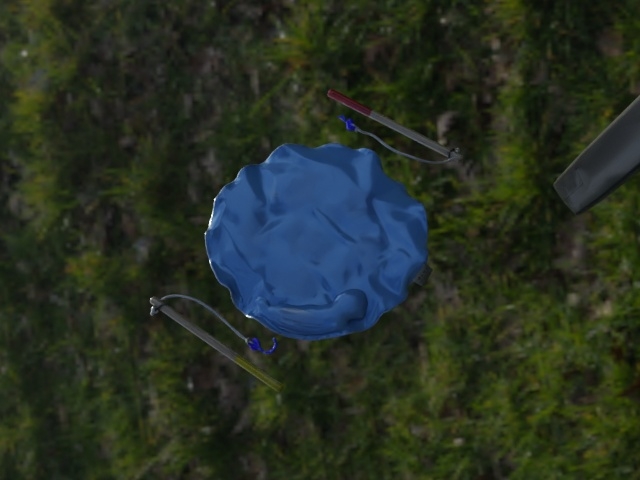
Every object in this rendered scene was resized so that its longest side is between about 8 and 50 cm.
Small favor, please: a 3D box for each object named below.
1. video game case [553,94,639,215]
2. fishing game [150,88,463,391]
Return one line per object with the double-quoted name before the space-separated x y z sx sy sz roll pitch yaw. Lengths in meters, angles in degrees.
"video game case" 0.279 -0.128 0.678 0.035 0.248 0.275 53 167 8
"fishing game" 0.000 0.000 0.947 0.189 0.264 0.041 28 157 18
